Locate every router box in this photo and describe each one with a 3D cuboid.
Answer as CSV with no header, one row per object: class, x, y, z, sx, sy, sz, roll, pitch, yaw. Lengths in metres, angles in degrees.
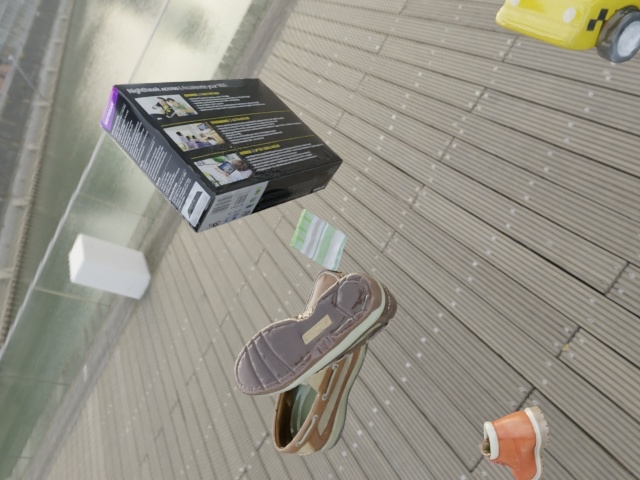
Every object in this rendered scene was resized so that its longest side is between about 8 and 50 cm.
router box,-0.079,-0.088,0.471,0.133,0.179,0.046,47,127,14

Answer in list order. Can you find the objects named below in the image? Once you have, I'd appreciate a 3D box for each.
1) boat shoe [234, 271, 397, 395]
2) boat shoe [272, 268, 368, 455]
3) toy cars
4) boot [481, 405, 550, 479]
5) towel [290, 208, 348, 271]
boat shoe,-0.003,0.143,0.712,0.257,0.095,0.095,-34,56,24
boat shoe,-0.007,0.211,0.874,0.123,0.120,0.323,11,94,43
toy cars,0.335,-0.164,0.373,0.176,0.394,0.087,-60,-18,-54
boot,0.265,0.292,0.727,0.085,0.157,0.059,-15,37,1
towel,0.000,0.000,1.342,0.023,0.152,0.113,-14,51,50
